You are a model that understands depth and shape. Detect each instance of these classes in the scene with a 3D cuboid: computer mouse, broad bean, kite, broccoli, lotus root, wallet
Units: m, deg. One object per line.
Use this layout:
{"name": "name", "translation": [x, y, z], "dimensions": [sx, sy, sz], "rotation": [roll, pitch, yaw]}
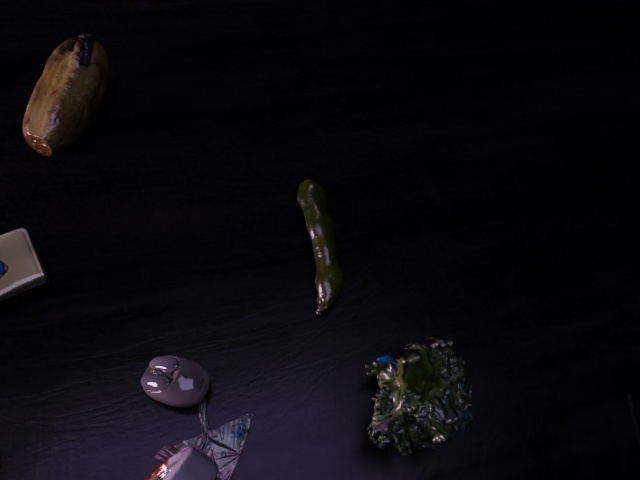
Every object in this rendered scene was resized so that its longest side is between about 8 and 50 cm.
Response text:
{"name": "computer mouse", "translation": [-0.197, 0.188, 0.718], "dimensions": [0.096, 0.039, 0.066], "rotation": [16, 57, 10]}
{"name": "broad bean", "translation": [0.001, -0.001, 0.870], "dimensions": [0.052, 0.052, 0.256], "rotation": [-25, 57, 26]}
{"name": "kite", "translation": [-0.155, 0.256, 0.704], "dimensions": [0.137, 0.005, 0.153], "rotation": [-19, 60, -19]}
{"name": "broccoli", "translation": [0.126, 0.191, 0.696], "dimensions": [0.167, 0.160, 0.154], "rotation": [-21, 34, -8]}
{"name": "lotus root", "translation": [-0.457, -0.263, 0.954], "dimensions": [0.110, 0.097, 0.258], "rotation": [8, 63, 7]}
{"name": "wallet", "translation": [-0.493, 0.054, 0.773], "dimensions": [0.155, 0.039, 0.110], "rotation": [-25, 67, -21]}

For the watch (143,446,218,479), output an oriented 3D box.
{"name": "watch", "translation": [-0.145, 0.371, 0.554], "dimensions": [0.231, 0.196, 0.244], "rotation": [48, 62, -2]}
